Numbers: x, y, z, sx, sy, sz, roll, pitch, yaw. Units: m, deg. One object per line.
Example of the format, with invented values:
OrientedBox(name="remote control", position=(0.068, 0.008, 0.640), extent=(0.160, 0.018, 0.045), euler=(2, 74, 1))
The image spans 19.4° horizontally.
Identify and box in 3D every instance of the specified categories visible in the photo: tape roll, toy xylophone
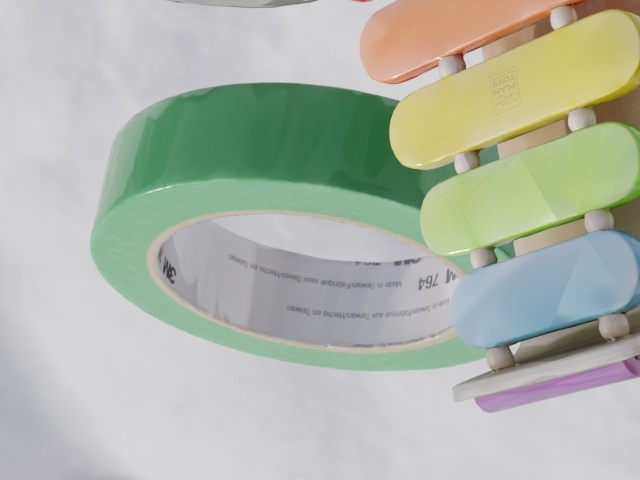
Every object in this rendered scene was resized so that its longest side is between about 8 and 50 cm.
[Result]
OrientedBox(name="tape roll", position=(0.000, 0.000, 1.337), extent=(0.321, 0.321, 0.077), euler=(-4, 62, 25))
OrientedBox(name="toy xylophone", position=(0.128, -0.087, 0.918), extent=(0.236, 0.081, 0.322), euler=(-30, 66, 40))

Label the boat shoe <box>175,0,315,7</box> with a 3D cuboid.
OrientedBox(name="boat shoe", position=(-0.128, -0.144, 0.296), extent=(0.187, 0.500, 0.156), euler=(17, 92, 33))
